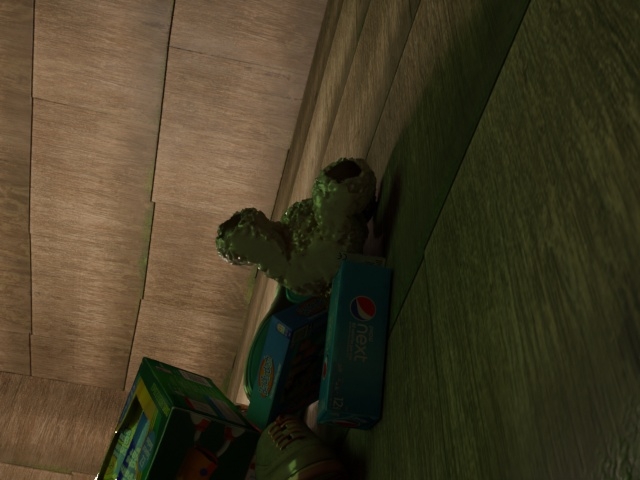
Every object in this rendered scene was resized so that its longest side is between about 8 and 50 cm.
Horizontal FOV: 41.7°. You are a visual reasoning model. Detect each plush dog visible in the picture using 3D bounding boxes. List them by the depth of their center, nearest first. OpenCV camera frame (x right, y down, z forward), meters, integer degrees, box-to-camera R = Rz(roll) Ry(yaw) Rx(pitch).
[{"bbox_3d":[0.000,0.000,1.298,0.210,0.262,0.225,61,-167,-9],"label":"plush dog"}]

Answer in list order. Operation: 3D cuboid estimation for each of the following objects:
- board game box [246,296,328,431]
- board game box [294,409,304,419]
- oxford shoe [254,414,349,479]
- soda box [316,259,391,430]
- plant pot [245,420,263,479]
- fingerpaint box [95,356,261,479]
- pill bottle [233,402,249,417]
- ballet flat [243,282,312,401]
[{"bbox_3d":[-0.030,0.187,1.341,0.160,0.047,0.210,-21,-45,-47],"label":"board game box"},{"bbox_3d":[-0.041,0.285,1.697,0.126,0.026,0.186,-112,33,-77],"label":"board game box"},{"bbox_3d":[-0.049,0.314,1.207,0.348,0.123,0.130,121,132,-67],"label":"oxford shoe"},{"bbox_3d":[0.045,0.137,1.107,0.067,0.071,0.210,114,165,-62],"label":"soda box"},{"bbox_3d":[-0.138,0.452,1.602,0.174,0.191,0.191,-171,92,-73],"label":"plant pot"},{"bbox_3d":[-0.290,0.435,1.483,0.371,0.163,0.445,-69,17,-3],"label":"fingerpaint box"},{"bbox_3d":[-0.202,0.494,2.063,0.278,0.162,0.162,-161,82,-82],"label":"pill bottle"},{"bbox_3d":[-0.043,0.159,1.582,0.139,0.139,0.400,112,174,-54],"label":"ballet flat"}]
